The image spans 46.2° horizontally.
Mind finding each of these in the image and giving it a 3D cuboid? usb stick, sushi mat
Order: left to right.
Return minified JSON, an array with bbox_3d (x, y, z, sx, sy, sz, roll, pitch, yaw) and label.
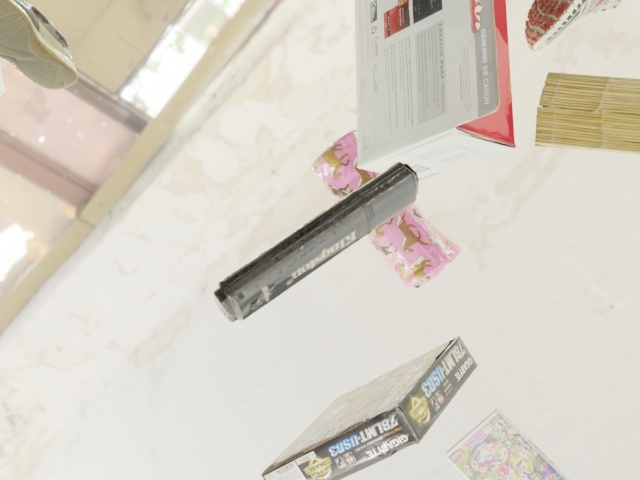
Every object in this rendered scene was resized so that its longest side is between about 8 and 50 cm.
[{"bbox_3d":[0.000,0.000,0.872,0.278,0.077,0.045,-34,-110,-14],"label":"usb stick"},{"bbox_3d":[0.465,-0.172,1.047,0.317,0.019,0.151,9,-122,20],"label":"sushi mat"}]

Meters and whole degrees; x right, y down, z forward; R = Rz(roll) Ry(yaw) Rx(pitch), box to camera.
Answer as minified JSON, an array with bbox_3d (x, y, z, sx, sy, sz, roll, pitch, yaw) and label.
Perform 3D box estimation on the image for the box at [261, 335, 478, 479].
[{"bbox_3d":[0.087,0.292,1.238,0.293,0.073,0.295,-33,178,31],"label":"box"}]

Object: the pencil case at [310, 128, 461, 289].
[{"bbox_3d":[0.144,-0.075,1.703,0.160,0.386,0.167,-38,176,-13],"label":"pencil case"}]

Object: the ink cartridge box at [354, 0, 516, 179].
[{"bbox_3d":[0.182,-0.271,1.084,0.272,0.130,0.309,-15,-109,51],"label":"ink cartridge box"}]

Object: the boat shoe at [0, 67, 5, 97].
[{"bbox_3d":[-0.653,-0.280,1.304,0.340,0.158,0.127,-151,-126,-72],"label":"boat shoe"}]

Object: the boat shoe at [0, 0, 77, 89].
[{"bbox_3d":[-0.409,-0.286,1.013,0.080,0.223,0.073,-21,-114,9],"label":"boat shoe"}]

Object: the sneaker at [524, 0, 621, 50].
[{"bbox_3d":[0.408,-0.369,1.139,0.225,0.093,0.088,-42,-144,31],"label":"sneaker"}]

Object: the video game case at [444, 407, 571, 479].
[{"bbox_3d":[0.205,0.251,0.808,0.087,0.122,0.011,-50,169,26],"label":"video game case"}]
